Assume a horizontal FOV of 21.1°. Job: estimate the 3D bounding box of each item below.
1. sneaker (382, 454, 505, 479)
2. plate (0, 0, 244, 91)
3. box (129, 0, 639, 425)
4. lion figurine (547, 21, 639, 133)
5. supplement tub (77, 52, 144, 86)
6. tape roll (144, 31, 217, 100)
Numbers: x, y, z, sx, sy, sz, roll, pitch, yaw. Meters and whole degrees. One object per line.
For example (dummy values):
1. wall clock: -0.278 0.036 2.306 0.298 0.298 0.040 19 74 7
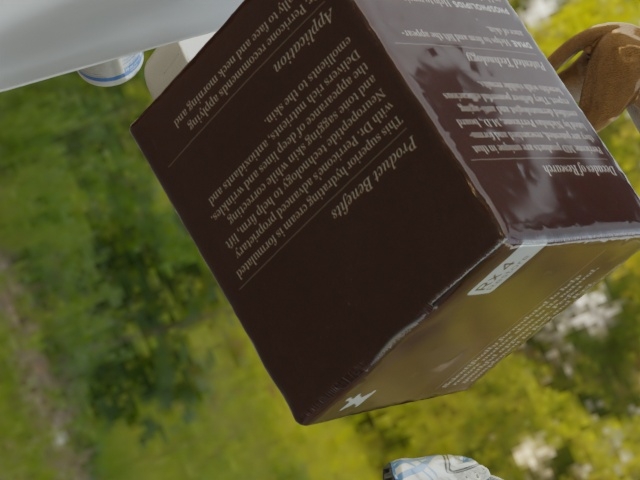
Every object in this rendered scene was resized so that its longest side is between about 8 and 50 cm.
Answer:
1. sneaker: 0.103 0.208 1.356 0.237 0.086 0.085 14 65 -75
2. plate: -0.091 -0.219 0.980 0.045 0.277 0.278 54 -33 28
3. box: 0.039 -0.035 0.941 0.167 0.168 0.203 -4 58 -52
4. lion figurine: 0.387 -0.139 1.854 0.392 0.240 0.142 25 22 -15
5. supplement tub: -0.211 -0.206 1.647 0.107 0.071 0.071 83 -12 -56
6. tape roll: -0.034 -0.123 2.047 0.392 0.072 0.392 34 18 -13
